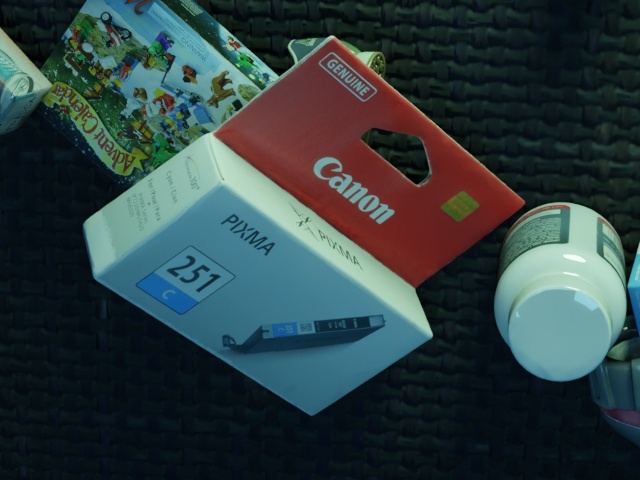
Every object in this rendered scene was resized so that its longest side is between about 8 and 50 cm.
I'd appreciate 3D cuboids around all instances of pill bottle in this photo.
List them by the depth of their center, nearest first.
[{"bbox_3d":[0.196,0.044,1.582,0.108,0.180,0.108,3,109,8],"label":"pill bottle"}]

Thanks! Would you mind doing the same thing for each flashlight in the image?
[{"bbox_3d":[0.302,0.218,1.674,0.103,0.103,0.304,-23,113,-24],"label":"flashlight"}]

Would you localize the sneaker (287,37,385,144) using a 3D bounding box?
[{"bbox_3d":[-0.009,-0.084,1.637,0.086,0.064,0.192,22,115,15],"label":"sneaker"}]

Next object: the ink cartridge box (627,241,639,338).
[{"bbox_3d":[0.351,0.028,1.574,0.181,0.104,0.062,-6,117,22],"label":"ink cartridge box"}]

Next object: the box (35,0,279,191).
[{"bbox_3d":[-0.118,-0.104,1.613,0.233,0.044,0.159,42,119,5],"label":"box"}]

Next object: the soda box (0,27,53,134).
[{"bbox_3d":[-0.313,-0.171,1.619,0.183,0.063,0.058,47,116,7],"label":"soda box"}]

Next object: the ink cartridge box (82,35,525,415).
[{"bbox_3d":[0.000,0.000,1.574,0.261,0.066,0.296,-36,136,18],"label":"ink cartridge box"}]
